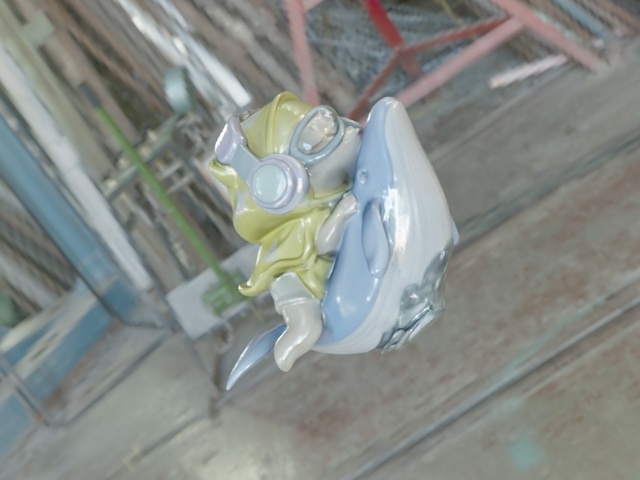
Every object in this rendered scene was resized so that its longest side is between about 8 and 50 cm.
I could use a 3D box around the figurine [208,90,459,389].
[{"bbox_3d":[0.000,0.000,0.825,0.208,0.183,0.128,-59,-17,20],"label":"figurine"}]
